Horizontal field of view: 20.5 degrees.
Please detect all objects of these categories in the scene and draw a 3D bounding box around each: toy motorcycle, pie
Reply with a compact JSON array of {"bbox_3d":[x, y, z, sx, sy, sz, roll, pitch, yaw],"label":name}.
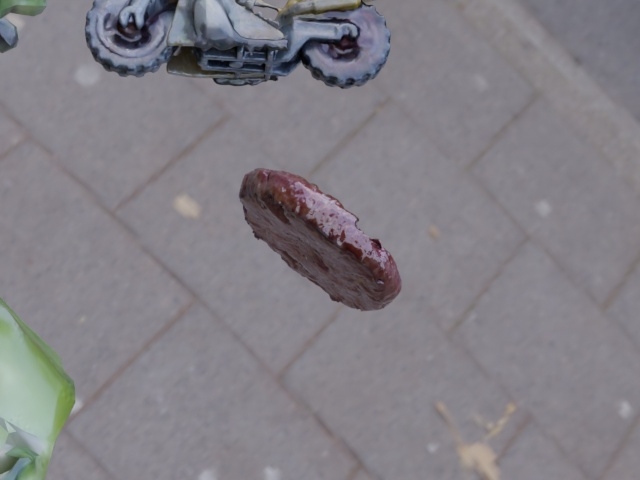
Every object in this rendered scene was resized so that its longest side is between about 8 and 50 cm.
[{"bbox_3d":[-0.060,-0.182,1.327,0.229,0.094,0.130,3,70,-3],"label":"toy motorcycle"},{"bbox_3d":[0.000,0.000,1.368,0.154,0.154,0.036,39,74,-6],"label":"pie"}]

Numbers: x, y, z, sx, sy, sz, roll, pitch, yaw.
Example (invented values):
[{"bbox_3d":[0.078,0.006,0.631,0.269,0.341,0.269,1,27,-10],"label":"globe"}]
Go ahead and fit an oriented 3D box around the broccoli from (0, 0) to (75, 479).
[{"bbox_3d":[-0.200,-0.025,0.490,0.260,0.288,0.235,37,15,-48],"label":"broccoli"}]
